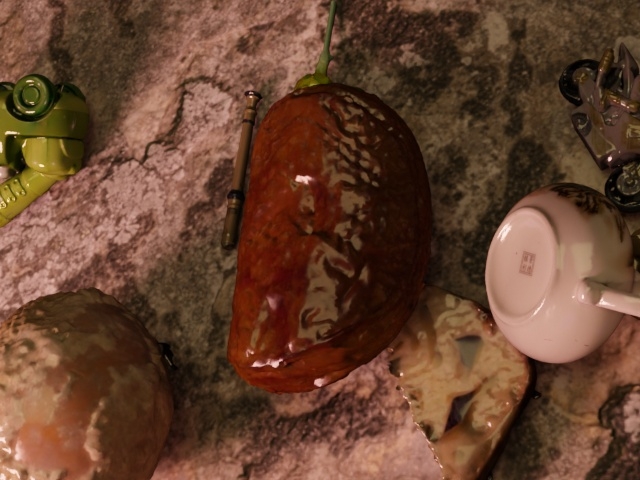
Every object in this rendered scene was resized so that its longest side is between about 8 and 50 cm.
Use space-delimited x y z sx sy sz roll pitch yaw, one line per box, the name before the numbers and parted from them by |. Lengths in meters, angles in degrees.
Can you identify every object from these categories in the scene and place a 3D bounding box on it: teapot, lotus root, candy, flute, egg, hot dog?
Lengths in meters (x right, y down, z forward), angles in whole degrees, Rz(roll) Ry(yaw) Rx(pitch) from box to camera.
teapot | 0.283 0.041 1.596 0.298 0.139 0.204 36 111 58
lotus root | 0.170 0.165 1.685 0.170 0.074 0.260 -30 61 3
candy | 0.005 -0.255 1.952 0.062 0.058 0.193 9 60 3
flute | -0.108 -0.096 1.933 0.027 0.027 0.233 0 68 21
egg | -0.310 0.206 1.745 0.279 0.279 0.310 -15 35 14
hot dog | 0.000 0.000 1.725 0.267 0.174 0.387 -10 65 43

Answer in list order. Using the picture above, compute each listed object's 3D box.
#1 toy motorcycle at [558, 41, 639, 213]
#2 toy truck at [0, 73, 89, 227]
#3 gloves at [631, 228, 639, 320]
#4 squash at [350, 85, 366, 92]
toy motorcycle | 0.391 -0.147 1.739 0.152 0.073 0.225 -22 63 9
toy truck | -0.415 -0.140 2.012 0.187 0.148 0.210 -17 85 13
gloves | 0.488 0.032 1.578 0.331 0.141 0.154 -19 60 37
squash | 0.064 -0.097 1.844 0.069 0.069 0.258 -17 63 13
